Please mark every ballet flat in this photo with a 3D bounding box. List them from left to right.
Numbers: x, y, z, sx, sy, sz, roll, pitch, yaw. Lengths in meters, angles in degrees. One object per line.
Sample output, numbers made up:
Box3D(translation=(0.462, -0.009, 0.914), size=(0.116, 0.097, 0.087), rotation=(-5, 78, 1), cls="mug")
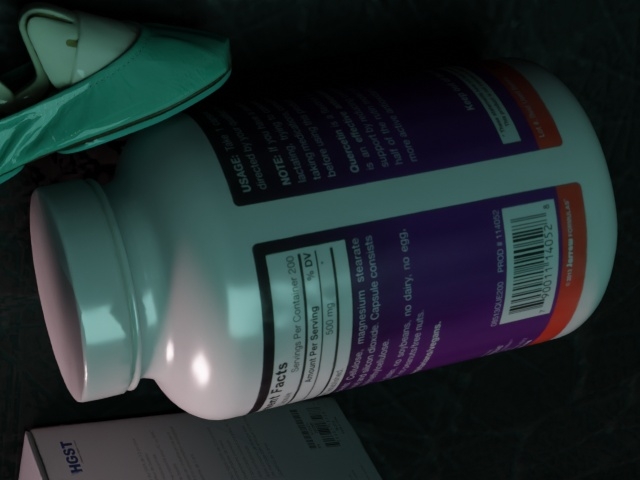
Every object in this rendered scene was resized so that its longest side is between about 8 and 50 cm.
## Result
Box3D(translation=(-0.166, -0.079, 0.806), size=(0.247, 0.083, 0.087), rotation=(-27, 121, -9), cls="ballet flat")

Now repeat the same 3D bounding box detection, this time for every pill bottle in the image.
Box3D(translation=(0.000, 0.000, 0.881), size=(0.323, 0.181, 0.181), rotation=(-11, 127, -19), cls="pill bottle")

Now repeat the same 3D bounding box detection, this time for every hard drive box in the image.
Box3D(translation=(-0.070, 0.203, 0.993), size=(0.232, 0.181, 0.089), rotation=(-2, 125, -25), cls="hard drive box")
